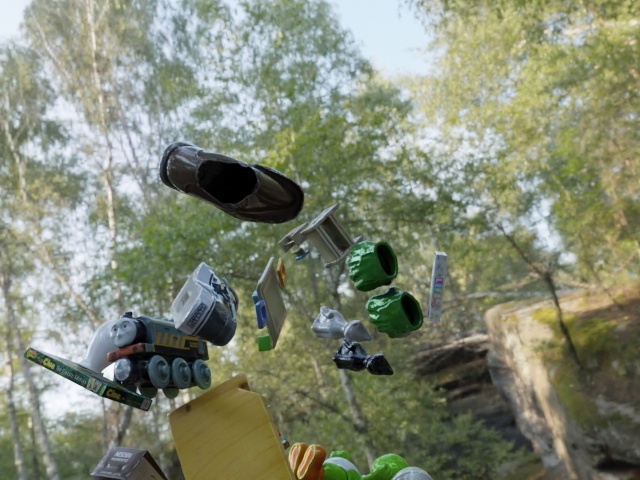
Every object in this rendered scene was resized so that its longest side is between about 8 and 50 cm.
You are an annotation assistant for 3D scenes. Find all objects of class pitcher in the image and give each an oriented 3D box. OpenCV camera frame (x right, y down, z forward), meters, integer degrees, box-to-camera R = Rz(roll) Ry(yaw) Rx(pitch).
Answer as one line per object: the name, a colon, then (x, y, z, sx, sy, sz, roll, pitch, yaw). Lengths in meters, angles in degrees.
pitcher: (-0.719, 0.391, 2.318, 0.178, 0.207, 0.125, 45, -32, -21)

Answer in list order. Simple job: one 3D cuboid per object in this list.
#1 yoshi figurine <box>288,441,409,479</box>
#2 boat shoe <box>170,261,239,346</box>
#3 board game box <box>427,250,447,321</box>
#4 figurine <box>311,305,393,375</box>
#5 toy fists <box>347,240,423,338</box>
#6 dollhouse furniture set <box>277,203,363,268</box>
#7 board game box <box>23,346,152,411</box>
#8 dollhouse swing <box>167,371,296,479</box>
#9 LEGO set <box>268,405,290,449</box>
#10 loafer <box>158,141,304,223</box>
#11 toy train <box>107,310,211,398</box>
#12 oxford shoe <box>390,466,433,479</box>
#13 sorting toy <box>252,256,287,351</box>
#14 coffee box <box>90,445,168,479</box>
yoshi figurine: (0.104, 0.637, 1.874, 0.362, 0.204, 0.203, 28, -63, -18)
boat shoe: (-0.204, 0.120, 1.256, 0.105, 0.113, 0.306, 35, -5, -15)
board game box: (0.274, 0.106, 1.591, 0.026, 0.154, 0.103, 6, 5, 7)
figurine: (0.096, 0.293, 1.938, 0.092, 0.215, 0.209, -44, 26, -25)
toy fists: (0.167, 0.131, 1.814, 0.096, 0.279, 0.142, -30, 5, -42)
dollhouse furniture set: (0.000, 0.000, 1.955, 0.129, 0.129, 0.183, -43, 12, -36)
board game box: (-0.474, 0.280, 1.379, 0.259, 0.030, 0.136, 14, -19, 33)
dollhouse swing: (-0.179, 0.561, 1.655, 0.315, 0.347, 0.305, -30, -28, 9)
LEGO set: (-0.124, 0.625, 2.084, 0.060, 0.182, 0.244, -32, -29, -22)
loafer: (-0.166, -0.103, 1.449, 0.365, 0.134, 0.130, 12, 8, -42)
toy train: (-0.383, 0.276, 1.632, 0.142, 0.190, 0.334, -20, -19, 18)
oxford shoe: (0.158, 0.799, 1.778, 0.169, 0.449, 0.130, 28, 14, -9)
sorting toy: (-0.139, 0.165, 1.809, 0.047, 0.196, 0.348, -7, 20, 10)
coffee box: (-0.464, 0.662, 1.768, 0.141, 0.247, 0.098, -6, 31, 33)
